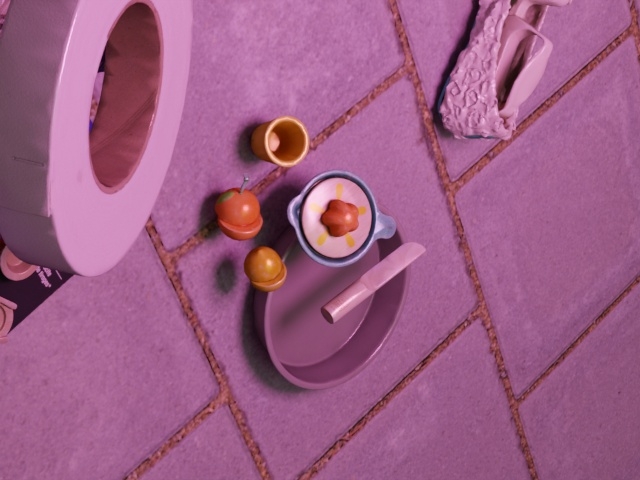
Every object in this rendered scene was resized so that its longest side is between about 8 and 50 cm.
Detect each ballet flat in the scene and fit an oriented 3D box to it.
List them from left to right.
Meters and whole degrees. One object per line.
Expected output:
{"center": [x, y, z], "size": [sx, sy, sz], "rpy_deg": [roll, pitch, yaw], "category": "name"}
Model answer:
{"center": [0.309, -0.335, 2.224], "size": [0.147, 0.147, 0.409], "rpy_deg": [16, 94, -47], "category": "ballet flat"}

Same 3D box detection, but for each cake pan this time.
{"center": [0.014, 0.074, 2.161], "size": [0.293, 0.054, 0.293], "rpy_deg": [-19, 119, -38], "category": "cake pan"}

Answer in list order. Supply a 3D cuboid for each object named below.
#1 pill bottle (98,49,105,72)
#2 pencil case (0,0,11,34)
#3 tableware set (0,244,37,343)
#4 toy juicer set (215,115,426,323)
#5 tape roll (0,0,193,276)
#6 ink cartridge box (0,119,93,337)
{"center": [-0.245, -0.254, 1.727], "size": [0.180, 0.108, 0.108], "rpy_deg": [-14, 116, -41], "category": "pill bottle"}
{"center": [-0.302, -0.363, 1.569], "size": [0.410, 0.183, 0.160], "rpy_deg": [-55, 160, -13], "category": "pencil case"}
{"center": [-0.392, 0.047, 1.683], "size": [0.141, 0.020, 0.168], "rpy_deg": [16, 95, -48], "category": "tableware set"}
{"center": [0.000, 0.000, 2.011], "size": [0.329, 0.089, 0.209], "rpy_deg": [41, 73, -25], "category": "toy juicer set"}
{"center": [-0.229, -0.154, 1.514], "size": [0.392, 0.072, 0.392], "rpy_deg": [13, 90, -79], "category": "tape roll"}
{"center": [-0.376, 0.002, 1.742], "size": [0.371, 0.069, 0.175], "rpy_deg": [-46, 133, -24], "category": "ink cartridge box"}
